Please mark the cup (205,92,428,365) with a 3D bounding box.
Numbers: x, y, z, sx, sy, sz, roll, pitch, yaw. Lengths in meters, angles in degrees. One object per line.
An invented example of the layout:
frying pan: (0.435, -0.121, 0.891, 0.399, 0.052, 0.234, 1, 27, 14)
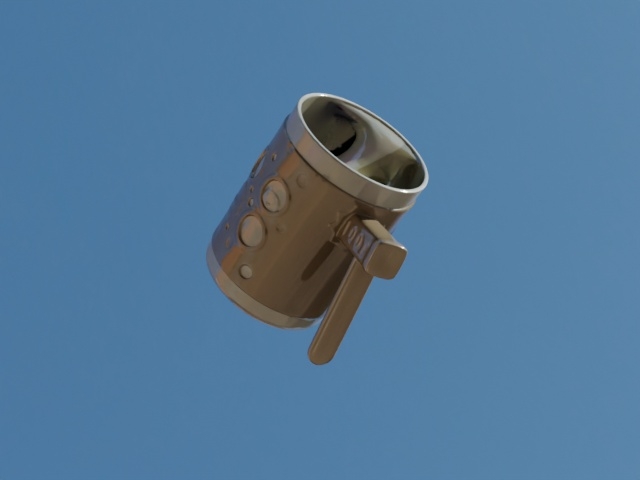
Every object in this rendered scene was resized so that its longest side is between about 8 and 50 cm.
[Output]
cup: (0.004, -0.001, 0.903, 0.074, 0.102, 0.099, -7, -41, -52)
